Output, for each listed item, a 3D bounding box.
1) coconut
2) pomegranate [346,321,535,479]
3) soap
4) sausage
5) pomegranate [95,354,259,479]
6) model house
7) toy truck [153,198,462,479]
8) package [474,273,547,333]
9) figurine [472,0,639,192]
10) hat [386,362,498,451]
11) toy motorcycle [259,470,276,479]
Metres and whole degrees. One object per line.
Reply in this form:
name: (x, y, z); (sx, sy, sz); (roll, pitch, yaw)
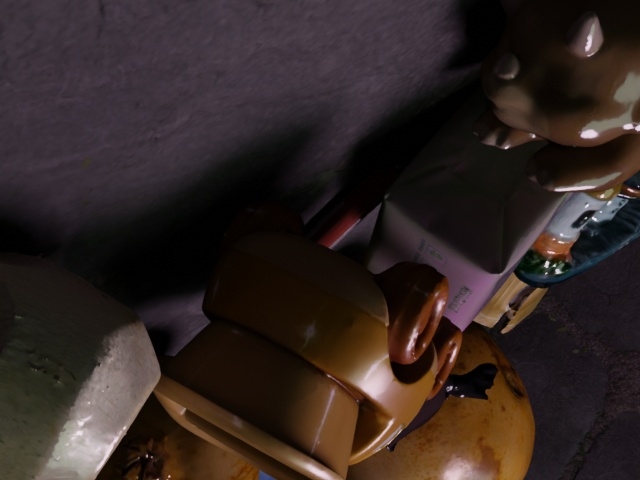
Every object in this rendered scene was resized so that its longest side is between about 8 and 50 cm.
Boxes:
coconut: (-0.195, 0.085, 0.515); (0.161, 0.162, 0.161); (-54, -176, 6)
pomegranate: (0.179, 0.321, 1.500); (0.417, 0.416, 0.416); (-32, 163, -11)
soap: (0.152, -0.028, 0.829); (0.182, 0.138, 0.199); (-49, 169, -19)
sausage: (0.000, 0.000, 0.859); (0.253, 0.034, 0.034); (-43, 162, 28)
pomegranate: (-0.174, 0.237, 0.841); (0.248, 0.248, 0.248); (-32, 163, -11)
model house: (0.343, -0.112, 0.988); (0.253, 0.184, 0.291); (-19, 153, -32)
toy truck: (-0.010, 0.099, 0.715); (0.211, 0.204, 0.288); (-59, 159, -16)
package: (0.288, 0.023, 1.263); (0.221, 0.165, 0.311); (-26, 161, -27)
figurine: (0.244, -0.143, 0.669); (0.247, 0.177, 0.173); (4, 125, -13)
hat: (0.076, 0.114, 1.002); (0.209, 0.238, 0.336); (-37, 154, 16)
toy motorcycle: (-0.124, 0.313, 1.029); (0.319, 0.182, 0.241); (-27, 170, -40)
